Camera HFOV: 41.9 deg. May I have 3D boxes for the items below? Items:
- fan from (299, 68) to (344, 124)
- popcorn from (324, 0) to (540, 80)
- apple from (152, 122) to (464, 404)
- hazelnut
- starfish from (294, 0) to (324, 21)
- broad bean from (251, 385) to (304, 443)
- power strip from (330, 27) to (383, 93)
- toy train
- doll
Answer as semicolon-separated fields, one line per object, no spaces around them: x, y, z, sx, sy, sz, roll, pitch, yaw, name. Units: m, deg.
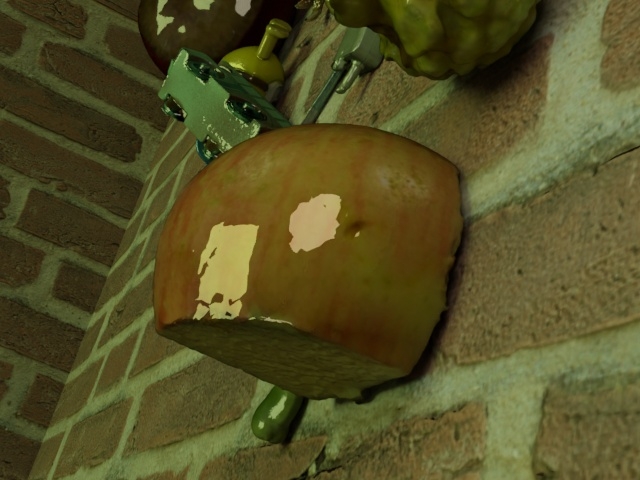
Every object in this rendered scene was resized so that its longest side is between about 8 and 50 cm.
0.020;-0.275;1.438;0.282;0.023;0.057;-55;23;21;fan
0.118;-0.297;0.902;0.224;0.270;0.258;-55;-23;17;popcorn
0.000;0.000;0.900;0.252;0.314;0.309;65;-146;-57;apple
-0.239;-0.548;1.973;0.409;0.359;0.359;-55;20;5;hazelnut
0.027;-0.561;1.705;0.236;0.062;0.277;-34;34;54;starfish
-0.050;0.203;1.004;0.083;0.045;0.063;-62;19;-14;broad bean
0.086;-0.355;1.313;0.288;0.053;0.093;-68;21;-7;power strip
-0.176;-0.235;1.592;0.326;0.159;0.129;46;117;32;toy train
-0.171;-0.299;1.780;0.363;0.145;0.199;-61;5;22;doll
